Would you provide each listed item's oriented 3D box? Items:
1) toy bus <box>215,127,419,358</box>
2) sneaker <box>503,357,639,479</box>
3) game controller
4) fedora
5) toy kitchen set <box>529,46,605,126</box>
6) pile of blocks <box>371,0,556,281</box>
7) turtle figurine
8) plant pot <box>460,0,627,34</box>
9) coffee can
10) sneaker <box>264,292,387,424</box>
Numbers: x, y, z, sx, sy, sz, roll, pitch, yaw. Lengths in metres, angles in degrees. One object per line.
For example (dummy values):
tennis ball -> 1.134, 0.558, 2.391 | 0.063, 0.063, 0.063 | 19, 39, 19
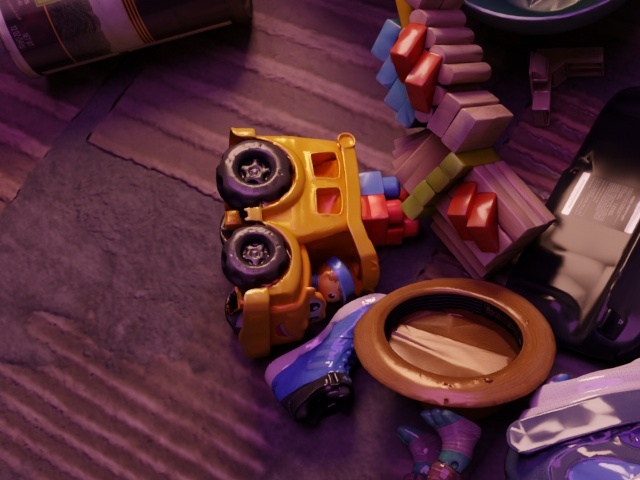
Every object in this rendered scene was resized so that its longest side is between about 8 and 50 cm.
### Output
toy bus -> 0.000, 0.000, 1.392 | 0.212, 0.149, 0.220 | -2, 60, -5
sneaker -> 0.316, 0.198, 1.166 | 0.323, 0.130, 0.236 | 1, 56, 28
game controller -> 0.311, -0.025, 1.369 | 0.166, 0.067, 0.319 | 15, 63, 38
fedora -> 0.128, 0.115, 1.296 | 0.194, 0.079, 0.194 | -2, 37, 2
toy kitchen set -> 0.266, -0.176, 1.457 | 0.075, 0.068, 0.083 | 1, 60, 15
pile of blocks -> 0.104, -0.128, 1.342 | 0.149, 0.113, 0.362 | -19, 86, 35
turtle figurine -> 0.076, 0.274, 1.212 | 0.175, 0.118, 0.234 | -21, 41, 53
plant pot -> 0.243, -0.344, 1.470 | 0.290, 0.195, 0.290 | -2, 78, 11
coffee can -> -0.239, -0.322, 1.600 | 0.275, 0.201, 0.201 | -15, 57, 6
sneaker -> 0.024, 0.123, 1.344 | 0.152, 0.058, 0.084 | -34, 51, -2
